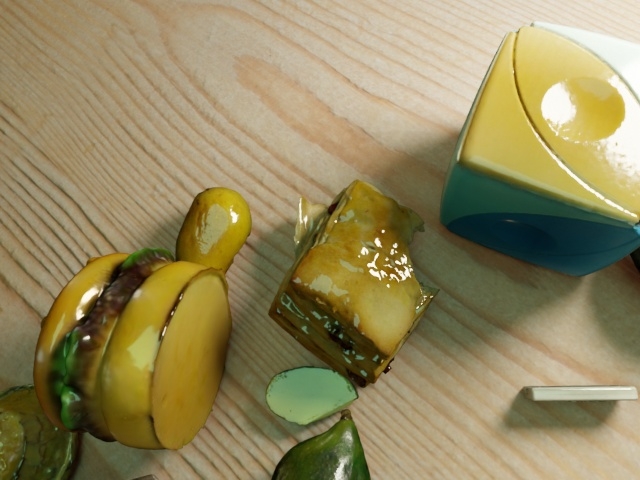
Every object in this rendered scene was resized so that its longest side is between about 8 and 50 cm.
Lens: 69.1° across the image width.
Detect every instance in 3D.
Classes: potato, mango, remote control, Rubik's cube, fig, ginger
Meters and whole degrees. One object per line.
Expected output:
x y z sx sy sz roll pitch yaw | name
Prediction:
-0.018 0.333 1.009 0.198 0.054 0.119 -12 70 2 | potato
-0.264 -0.005 1.131 0.167 0.130 0.262 22 83 12 | mango
0.500 0.296 0.899 0.190 0.087 0.029 -4 75 9 | remote control
0.459 -0.161 0.920 0.352 0.351 0.347 22 77 19 | Rubik's cube
0.013 0.450 0.891 0.195 0.195 0.245 20 80 17 | fig
-0.003 0.003 1.092 0.122 0.115 0.193 7 84 -3 | ginger

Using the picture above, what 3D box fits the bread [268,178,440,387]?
0.094 0.082 0.961 0.314 0.191 0.370 37 79 1 | bread

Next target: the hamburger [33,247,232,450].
-0.374 0.225 0.947 0.277 0.396 0.396 7 73 12 | hamburger

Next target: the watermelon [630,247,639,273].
0.762 -0.031 0.854 0.359 0.279 0.279 -34 69 0 | watermelon

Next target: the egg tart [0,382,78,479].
-0.715 0.483 1.061 0.315 0.120 0.315 -4 71 11 | egg tart

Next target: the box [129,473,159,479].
-0.403 0.660 0.904 0.225 0.190 0.297 37 83 19 | box
